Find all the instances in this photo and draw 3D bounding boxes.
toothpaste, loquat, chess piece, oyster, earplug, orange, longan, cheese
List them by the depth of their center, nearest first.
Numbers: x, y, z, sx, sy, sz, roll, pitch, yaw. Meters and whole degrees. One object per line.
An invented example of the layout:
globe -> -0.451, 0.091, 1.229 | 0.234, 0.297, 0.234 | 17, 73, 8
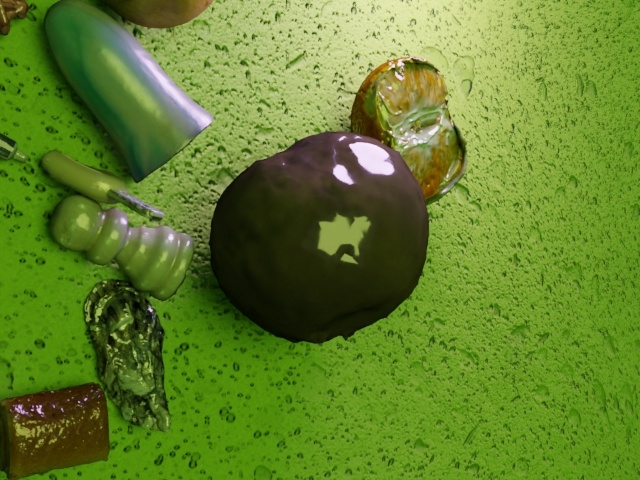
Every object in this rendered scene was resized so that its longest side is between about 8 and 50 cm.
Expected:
toothpaste -> -0.573, -0.181, 1.327 | 0.197, 0.035, 0.057 | 30, 59, -29
cheese -> -0.360, -0.086, 1.380 | 0.127, 0.235, 0.049 | 20, 95, -59
chess piece -> -0.357, 0.004, 1.427 | 0.243, 0.133, 0.133 | 27, 70, -28
earplug -> -0.363, -0.280, 1.429 | 0.324, 0.185, 0.185 | 50, 58, -16
loquat -> -0.296, -0.496, 1.451 | 0.244, 0.244, 0.243 | 4, 83, -38
oyster -> -0.345, 0.202, 1.456 | 0.199, 0.087, 0.252 | 27, 58, -34
longan -> 0.002, 0.005, 1.539 | 0.436, 0.404, 0.404 | -38, 109, -41
orange -> 0.196, -0.240, 1.838 | 0.263, 0.196, 0.334 | -29, 100, -21

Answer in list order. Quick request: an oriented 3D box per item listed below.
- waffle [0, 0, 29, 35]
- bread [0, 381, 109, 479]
waffle -> -0.584, -0.446, 1.329 | 0.234, 0.055, 0.221 | 38, 65, -30
bread -> -0.444, 0.311, 1.337 | 0.172, 0.103, 0.132 | -4, 94, -38
